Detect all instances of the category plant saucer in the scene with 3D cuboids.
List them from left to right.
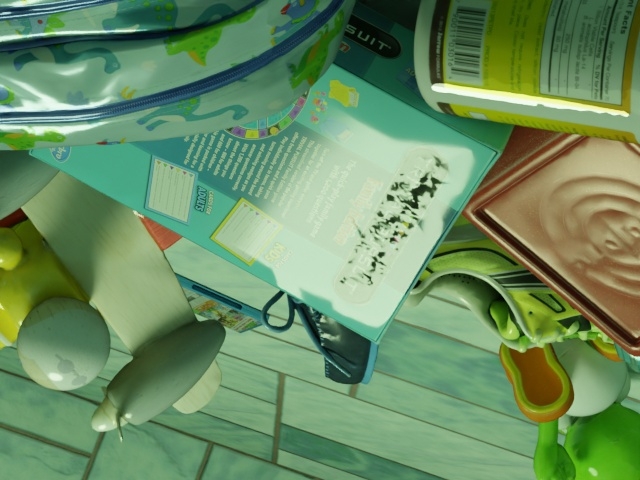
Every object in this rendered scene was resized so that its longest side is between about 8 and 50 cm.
[{"bbox_3d":[0.243,-0.012,1.227,0.259,0.048,0.258,39,147,-10],"label":"plant saucer"}]

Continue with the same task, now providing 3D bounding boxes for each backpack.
[{"bbox_3d":[-0.147,-0.191,0.992,0.355,0.290,0.273,11,147,4],"label":"backpack"}]

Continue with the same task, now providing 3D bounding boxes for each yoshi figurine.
[{"bbox_3d":[0.312,0.186,1.753,0.203,0.203,0.362,7,163,16],"label":"yoshi figurine"}]

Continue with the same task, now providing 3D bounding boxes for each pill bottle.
[{"bbox_3d":[0.180,-0.130,1.060,0.215,0.117,0.117,12,161,24],"label":"pill bottle"}]

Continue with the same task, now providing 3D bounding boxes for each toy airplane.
[{"bbox_3d":[-0.220,0.024,1.497,0.386,0.272,0.384,15,131,-21],"label":"toy airplane"}]

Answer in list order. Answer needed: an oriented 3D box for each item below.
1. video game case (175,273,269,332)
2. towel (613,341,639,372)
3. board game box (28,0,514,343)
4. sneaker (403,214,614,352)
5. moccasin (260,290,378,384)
[{"bbox_3d":[-0.167,0.090,2.253,0.166,0.015,0.119,25,161,-16],"label":"video game case"},{"bbox_3d":[0.320,-0.005,1.244,0.271,0.040,0.370,6,140,34],"label":"towel"},{"bbox_3d":[-0.044,-0.092,1.237,0.336,0.079,0.254,29,137,0],"label":"board game box"},{"bbox_3d":[0.238,0.048,1.483,0.384,0.147,0.145,19,161,-1],"label":"sneaker"},{"bbox_3d":[0.000,0.000,1.449,0.116,0.138,0.342,-2,131,1],"label":"moccasin"}]
